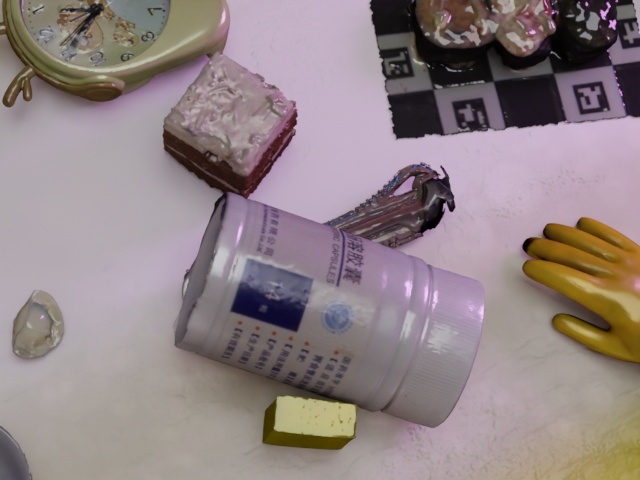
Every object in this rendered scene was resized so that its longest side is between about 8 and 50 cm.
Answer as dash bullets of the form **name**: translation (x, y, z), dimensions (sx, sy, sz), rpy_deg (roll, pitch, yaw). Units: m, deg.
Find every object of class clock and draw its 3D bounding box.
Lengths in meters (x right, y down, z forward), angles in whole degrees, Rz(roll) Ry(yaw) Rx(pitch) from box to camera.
- **clock**: translation (-0.287, -0.282, 1.732), dimensions (0.308, 0.096, 0.235), rpy_deg (-29, 80, -16)

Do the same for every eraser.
- **eraser**: translation (-0.013, 0.212, 1.599), dimensions (0.097, 0.122, 0.045), rpy_deg (7, 74, -5)

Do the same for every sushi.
- **sushi**: translation (0.260, -0.303, 1.815), dimensions (0.373, 0.100, 0.296), rpy_deg (-6, 73, -10)

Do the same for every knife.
- **knife**: translation (0.000, 0.002, 1.713), dimensions (0.365, 0.043, 0.089), rpy_deg (-23, 77, -13)

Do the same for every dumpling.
- **dumpling**: translation (-0.332, 0.103, 1.632), dimensions (0.059, 0.043, 0.077), rpy_deg (19, 54, -19)

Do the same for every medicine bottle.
- **medicine bottle**: translation (0.013, 0.084, 1.592), dimensions (0.332, 0.190, 0.190), rpy_deg (19, 70, -10)

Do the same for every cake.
- **cake**: translation (-0.109, -0.140, 1.685), dimensions (0.135, 0.147, 0.134), rpy_deg (33, 70, 5)

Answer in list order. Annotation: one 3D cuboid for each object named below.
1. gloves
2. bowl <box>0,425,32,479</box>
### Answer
- **gloves**: translation (0.385, 0.073, 1.728), dimensions (0.294, 0.116, 0.133), rpy_deg (34, 43, 13)
- **bowl**: translation (-0.414, 0.288, 1.536), dimensions (0.189, 0.086, 0.189), rpy_deg (3, 71, -9)
